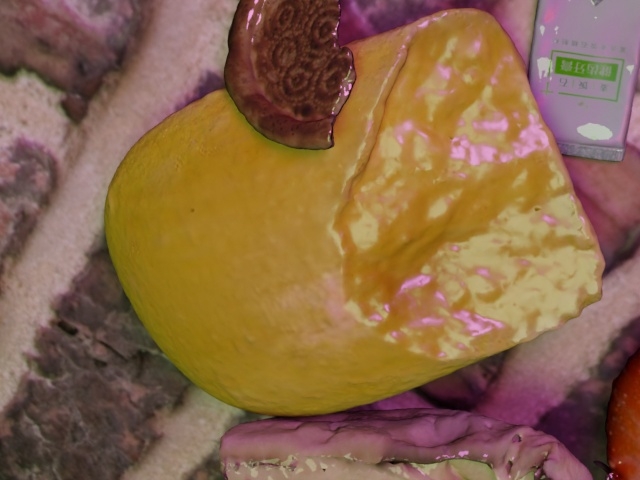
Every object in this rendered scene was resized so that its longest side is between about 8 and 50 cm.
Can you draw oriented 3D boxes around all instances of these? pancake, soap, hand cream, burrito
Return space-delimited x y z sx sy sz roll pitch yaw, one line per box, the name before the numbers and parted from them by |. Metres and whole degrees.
pancake | 0.000 -0.159 0.844 0.184 0.020 0.190 -26 65 23
soap | -0.001 0.001 0.939 0.427 0.115 0.306 -22 109 30
hand cream | 0.201 -0.184 0.823 0.079 0.050 0.275 28 132 35
burrito | 0.091 0.224 1.020 0.331 0.135 0.190 -2 124 17

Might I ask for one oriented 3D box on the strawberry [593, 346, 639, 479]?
strawberry | 0.316 0.137 0.923 0.174 0.098 0.228 7 103 53
